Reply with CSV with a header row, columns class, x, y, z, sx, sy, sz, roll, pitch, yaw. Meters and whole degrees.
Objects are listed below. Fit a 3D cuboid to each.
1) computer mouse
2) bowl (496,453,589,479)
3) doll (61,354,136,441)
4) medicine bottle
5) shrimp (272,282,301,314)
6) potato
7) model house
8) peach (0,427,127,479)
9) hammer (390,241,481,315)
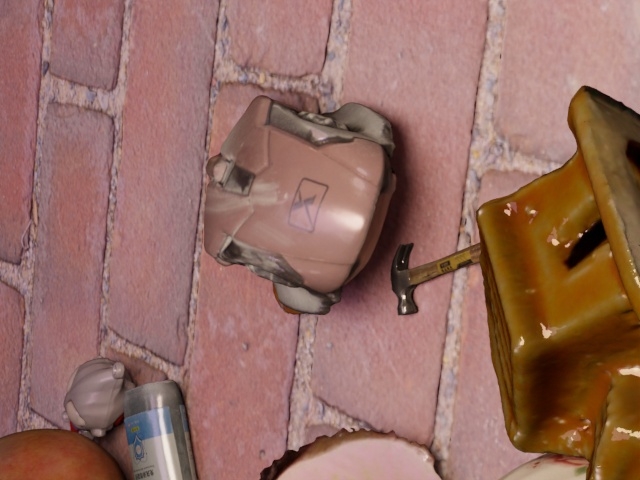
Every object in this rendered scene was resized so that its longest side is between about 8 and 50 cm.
class,x,y,z,sx,sy,sz,roll,pitch,yaw
computer mouse,-0.054,-0.055,1.264,0.389,0.115,0.199,22,90,63
bowl,0.187,0.288,0.996,0.277,0.145,0.277,-1,88,51
doll,-0.271,0.193,1.623,0.227,0.075,0.102,135,133,-57
medicine bottle,-0.176,0.264,1.516,0.090,0.053,0.208,-24,73,50
shrimp,0.000,0.000,1.297,0.190,0.042,0.101,-50,47,41
potato,-0.011,0.319,1.217,0.229,0.229,0.266,68,152,23
model house,0.197,0.078,0.929,0.239,0.173,0.268,-41,46,42
peach,-0.312,0.353,1.537,0.292,0.247,0.292,180,90,-71
hammer,0.123,0.013,1.163,0.182,0.017,0.062,-25,72,47
